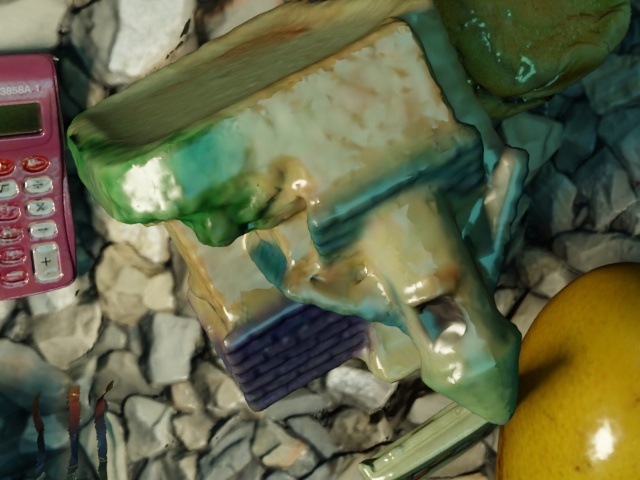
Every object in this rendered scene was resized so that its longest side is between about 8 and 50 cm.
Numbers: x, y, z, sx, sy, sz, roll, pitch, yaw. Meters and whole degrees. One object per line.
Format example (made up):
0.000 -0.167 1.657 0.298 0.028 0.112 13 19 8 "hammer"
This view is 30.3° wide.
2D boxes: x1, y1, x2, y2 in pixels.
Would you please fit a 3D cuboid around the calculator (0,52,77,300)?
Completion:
-0.252 -0.044 0.882 0.126 0.034 0.190 -8 115 -17 "calculator"

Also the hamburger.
0.133 -0.192 0.878 0.213 0.108 0.214 17 63 -37 "hamburger"

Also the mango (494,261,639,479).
0.252 0.194 1.003 0.221 0.264 0.378 17 106 7 "mango"

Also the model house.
0.000 0.000 0.821 0.245 0.312 0.280 -30 108 -10 "model house"

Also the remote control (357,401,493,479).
0.090 0.164 0.942 0.123 0.285 0.038 -33 78 -5 "remote control"

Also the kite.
-0.206 0.234 0.969 0.141 0.015 0.245 -9 109 -49 "kite"
